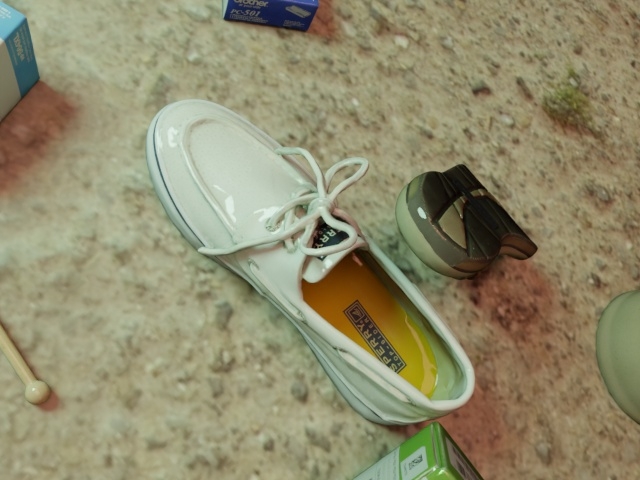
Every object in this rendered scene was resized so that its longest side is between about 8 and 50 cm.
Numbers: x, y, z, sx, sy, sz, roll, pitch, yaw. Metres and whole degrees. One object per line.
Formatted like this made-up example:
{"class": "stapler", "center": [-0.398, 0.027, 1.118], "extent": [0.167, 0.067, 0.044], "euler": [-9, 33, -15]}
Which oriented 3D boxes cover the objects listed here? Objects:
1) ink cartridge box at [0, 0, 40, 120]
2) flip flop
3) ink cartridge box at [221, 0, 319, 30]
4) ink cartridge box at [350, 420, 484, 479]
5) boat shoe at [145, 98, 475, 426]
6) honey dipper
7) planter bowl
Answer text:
{"class": "ink cartridge box", "center": [-0.309, -0.126, 0.459], "extent": [0.092, 0.090, 0.143], "euler": [30, 64, -8]}
{"class": "flip flop", "center": [0.124, -0.005, 0.533], "extent": [0.112, 0.080, 0.277], "euler": [52, 26, 13]}
{"class": "ink cartridge box", "center": [-0.060, -0.337, 0.645], "extent": [0.097, 0.046, 0.207], "euler": [1, 72, -19]}
{"class": "ink cartridge box", "center": [0.047, 0.299, 0.455], "extent": [0.255, 0.097, 0.189], "euler": [-38, 88, 8]}
{"class": "boat shoe", "center": [-0.005, 0.006, 0.489], "extent": [0.136, 0.156, 0.367], "euler": [-38, 88, -26]}
{"class": "honey dipper", "center": [-0.257, 0.057, 0.453], "extent": [0.030, 0.030, 0.161], "euler": [-35, 89, -26]}
{"class": "planter bowl", "center": [0.401, 0.121, 0.626], "extent": [0.162, 0.109, 0.162], "euler": [6, 71, -19]}
